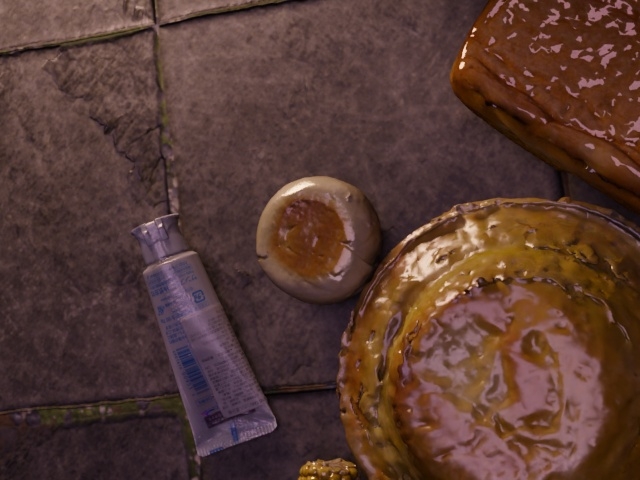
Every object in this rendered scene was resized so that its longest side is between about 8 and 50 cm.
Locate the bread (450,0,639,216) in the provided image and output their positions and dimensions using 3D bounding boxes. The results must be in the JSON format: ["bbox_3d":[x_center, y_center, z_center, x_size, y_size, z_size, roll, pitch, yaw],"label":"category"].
[{"bbox_3d":[0.352,-0.215,1.102,0.337,0.148,0.328,34,96,23],"label":"bread"}]

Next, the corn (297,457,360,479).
[{"bbox_3d":[0.007,0.413,1.180,0.101,0.101,0.310,-2,80,15],"label":"corn"}]

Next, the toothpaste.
[{"bbox_3d":[-0.156,0.116,1.269,0.114,0.073,0.299,-22,87,12],"label":"toothpaste"}]

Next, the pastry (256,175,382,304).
[{"bbox_3d":[0.000,0.000,1.218,0.156,0.092,0.156,-2,82,16],"label":"pastry"}]

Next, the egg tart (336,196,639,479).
[{"bbox_3d":[0.221,0.161,1.097,0.443,0.178,0.443,-1,86,15],"label":"egg tart"}]
